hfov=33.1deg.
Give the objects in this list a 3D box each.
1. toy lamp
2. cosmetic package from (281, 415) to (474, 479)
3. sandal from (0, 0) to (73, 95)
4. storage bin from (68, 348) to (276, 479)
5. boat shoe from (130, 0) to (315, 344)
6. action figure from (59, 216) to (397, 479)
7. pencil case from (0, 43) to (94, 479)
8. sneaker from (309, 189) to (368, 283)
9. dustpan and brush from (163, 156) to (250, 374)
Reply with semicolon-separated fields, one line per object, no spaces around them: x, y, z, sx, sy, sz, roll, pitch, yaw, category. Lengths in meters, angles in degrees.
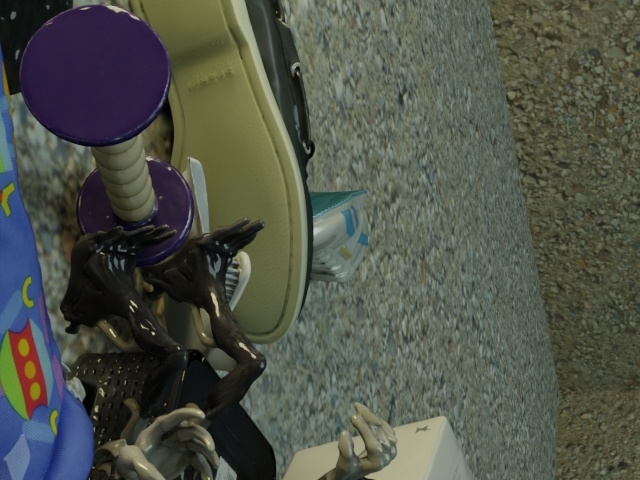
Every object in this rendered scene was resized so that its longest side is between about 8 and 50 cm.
-0.116;-0.040;0.630;0.274;0.080;0.080;102;-10;-75;toy lamp
0.050;0.284;0.750;0.224;0.138;0.224;67;24;-15;cosmetic package
-0.199;-0.299;0.546;0.167;0.107;0.445;-28;125;-70;sandal
-0.102;0.165;0.731;0.180;0.084;0.122;62;30;-49;storage bin
-0.059;-0.092;0.850;0.113;0.127;0.339;-28;104;-57;boat shoe
-0.056;0.120;0.578;0.164;0.141;0.275;4;63;-46;action figure
-0.181;-0.007;0.473;0.133;0.119;0.306;-27;114;-48;pencil case
0.000;0.000;1.069;0.229;0.088;0.092;-17;104;-69;sneaker
-0.083;0.055;0.800;0.211;0.060;0.147;119;-36;-49;dustpan and brush
